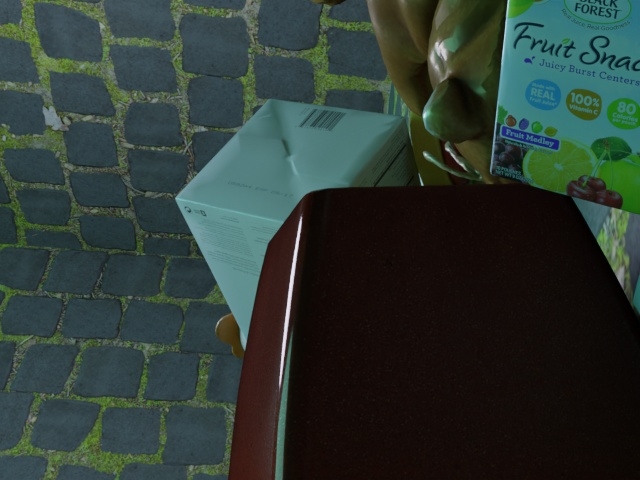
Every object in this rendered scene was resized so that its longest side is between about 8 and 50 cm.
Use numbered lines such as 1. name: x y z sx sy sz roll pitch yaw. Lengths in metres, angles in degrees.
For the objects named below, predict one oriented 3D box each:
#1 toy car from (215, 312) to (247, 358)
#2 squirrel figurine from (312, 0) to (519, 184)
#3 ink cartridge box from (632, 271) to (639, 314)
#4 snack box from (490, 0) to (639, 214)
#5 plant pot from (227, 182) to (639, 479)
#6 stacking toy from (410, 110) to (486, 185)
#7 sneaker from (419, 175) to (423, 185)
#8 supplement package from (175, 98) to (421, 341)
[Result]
1. toy car: -0.030 0.150 1.220 0.219 0.238 0.210 -83 -2 -60
2. squirrel figurine: 0.132 -0.232 0.634 0.397 0.281 0.370 91 176 -53
3. ink cartridge box: 0.219 -0.068 0.371 0.330 0.071 0.324 -91 4 -63
4. snack box: 0.154 -0.092 0.484 0.037 0.100 0.141 -44 -37 -44
5. plant pot: 0.068 0.094 0.606 0.267 0.267 0.236 135 131 -73
6. stacking toy: 0.221 -0.151 1.097 0.279 0.130 0.309 55 -146 -47
7. sneaker: 0.203 -0.165 1.410 0.092 0.087 0.229 98 174 -52
8. supplement package: 0.000 0.000 1.032 0.198 0.199 0.263 -52 -41 -32
